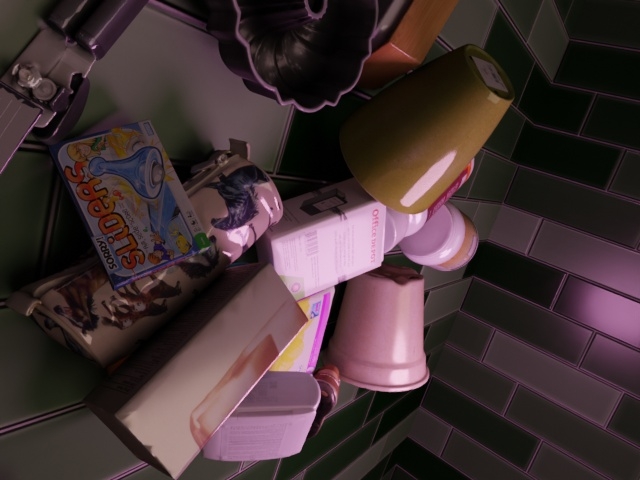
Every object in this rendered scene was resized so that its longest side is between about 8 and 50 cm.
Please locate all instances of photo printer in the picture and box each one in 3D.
[{"bbox_3d":[-0.148,0.406,1.082,0.255,0.107,0.308,2,138,-11],"label":"photo printer"}]

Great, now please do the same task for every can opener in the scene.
[{"bbox_3d":[-0.286,-0.252,0.588,0.281,0.074,0.093,-58,-176,-7],"label":"can opener"}]

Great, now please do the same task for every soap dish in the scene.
[{"bbox_3d":[0.171,-0.454,0.971,0.118,0.229,0.291,34,79,-18],"label":"soap dish"}]

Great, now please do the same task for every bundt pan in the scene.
[{"bbox_3d":[-0.050,-0.377,0.756,0.330,0.124,0.331,-24,123,-43],"label":"bundt pan"}]

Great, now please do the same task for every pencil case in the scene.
[{"bbox_3d":[-0.245,0.014,0.744,0.410,0.159,0.184,-44,134,-31],"label":"pencil case"}]

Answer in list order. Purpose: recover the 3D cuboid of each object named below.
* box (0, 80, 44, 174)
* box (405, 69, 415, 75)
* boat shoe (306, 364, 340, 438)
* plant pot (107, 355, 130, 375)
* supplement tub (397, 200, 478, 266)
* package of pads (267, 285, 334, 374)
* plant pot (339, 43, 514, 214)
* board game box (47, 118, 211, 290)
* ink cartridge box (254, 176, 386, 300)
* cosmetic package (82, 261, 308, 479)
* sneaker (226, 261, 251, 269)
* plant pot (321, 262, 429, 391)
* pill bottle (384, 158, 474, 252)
[{"bbox_3d":[-0.419,-0.070,0.432,0.184,0.103,0.261,37,81,-46],"label":"box"},{"bbox_3d":[0.273,-0.409,1.353,0.162,0.029,0.116,-12,122,-55],"label":"box"},{"bbox_3d":[-0.024,0.473,1.404,0.324,0.122,0.120,-56,180,41],"label":"boat shoe"},{"bbox_3d":[-0.279,0.225,0.834,0.205,0.205,0.188,-37,124,-38],"label":"plant pot"},{"bbox_3d":[0.391,-0.021,1.626,0.316,0.228,0.229,17,98,-60],"label":"supplement tub"},{"bbox_3d":[-0.089,0.253,1.219,0.229,0.101,0.297,-17,126,-52],"label":"package of pads"},{"bbox_3d":[0.233,-0.246,0.988,0.274,0.275,0.293,-27,171,-46],"label":"plant pot"},{"bbox_3d":[-0.253,-0.052,0.644,0.136,0.201,0.035,-26,175,-29],"label":"board game box"},{"bbox_3d":[0.000,0.000,1.068,0.272,0.115,0.199,-20,132,-21],"label":"ink cartridge box"},{"bbox_3d":[-0.174,0.175,0.717,0.296,0.153,0.129,-45,112,-34],"label":"cosmetic package"},{"bbox_3d":[-0.165,0.166,1.022,0.127,0.208,0.319,-2,158,-18],"label":"sneaker"},{"bbox_3d":[0.185,0.236,1.456,0.333,0.333,0.306,-8,108,-55],"label":"plant pot"},{"bbox_3d":[0.225,-0.149,1.280,0.392,0.224,0.224,-42,143,-34],"label":"pill bottle"}]
